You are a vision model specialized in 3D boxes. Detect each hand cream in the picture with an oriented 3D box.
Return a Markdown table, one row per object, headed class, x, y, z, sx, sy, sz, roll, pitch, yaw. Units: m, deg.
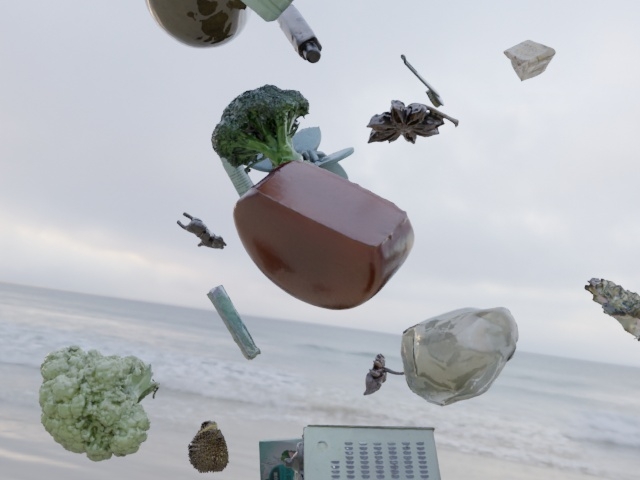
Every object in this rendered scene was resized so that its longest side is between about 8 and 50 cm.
| class | x | y | z | sx | sy | sz | roll | pitch | yaw |
| --- | --- | --- | --- | --- | --- | --- | --- | --- | --- |
| hand cream | -0.228 | -0.147 | 2.057 | 0.085 | 0.331 | 0.058 | -28 | 11 | 4 |

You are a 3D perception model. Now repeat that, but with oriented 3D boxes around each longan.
| class | x | y | z | sx | sy | sz | roll | pitch | yaw |
| --- | --- | --- | --- | --- | --- | --- | --- | --- | --- |
| longan | -0.319 | -0.706 | 1.771 | 0.361 | 0.360 | 0.361 | 8 | -7 | 1 |

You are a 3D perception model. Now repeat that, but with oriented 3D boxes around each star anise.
| class | x | y | z | sx | sy | sz | roll | pitch | yaw |
| --- | --- | --- | --- | --- | --- | --- | --- | --- | --- |
| star anise | 0.246 | -0.325 | 1.788 | 0.263 | 0.081 | 0.230 | -10 | -25 | 22 |
| star anise | 0.267 | 0.420 | 2.083 | 0.228 | 0.218 | 0.148 | 9 | -24 | 22 |

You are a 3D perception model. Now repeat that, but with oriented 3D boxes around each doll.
| class | x | y | z | sx | sy | sz | roll | pitch | yaw |
| --- | --- | --- | --- | --- | --- | --- | --- | --- | --- |
| doll | -0.369 | -0.019 | 2.078 | 0.165 | 0.057 | 0.139 | 13 | -32 | 45 |

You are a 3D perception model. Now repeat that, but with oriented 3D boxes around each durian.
| class | x | y | z | sx | sy | sz | roll | pitch | yaw |
| --- | --- | --- | --- | --- | --- | --- | --- | --- | --- |
| durian | -0.256 | 0.463 | 1.423 | 0.071 | 0.110 | 0.140 | -11 | -38 | -32 |

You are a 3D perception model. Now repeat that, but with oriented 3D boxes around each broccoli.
| class | x | y | z | sx | sy | sz | roll | pitch | yaw |
| --- | --- | --- | --- | --- | --- | --- | --- | --- | --- |
| broccoli | -0.153 | -0.279 | 1.779 | 0.298 | 0.297 | 0.297 | -26 | -16 | -8 |

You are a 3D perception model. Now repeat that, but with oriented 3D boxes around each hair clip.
| class | x | y | z | sx | sy | sz | roll | pitch | yaw |
| --- | --- | --- | --- | --- | --- | --- | --- | --- | --- |
| hair clip | -0.060 | -0.202 | 2.196 | 0.318 | 0.238 | 0.392 | -29 | 38 | -21 |

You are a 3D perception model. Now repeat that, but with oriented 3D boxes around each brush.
| class | x | y | z | sx | sy | sz | roll | pitch | yaw |
| --- | --- | --- | --- | --- | --- | --- | --- | --- | --- |
| brush | 0.242 | -0.384 | 1.569 | 0.027 | 0.062 | 0.266 | -33 | -25 | 20 |

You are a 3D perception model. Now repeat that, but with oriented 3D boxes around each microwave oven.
| class | x | y | z | sx | sy | sz | roll | pitch | yaw |
| --- | --- | --- | --- | --- | --- | --- | --- | --- | --- |
| microwave oven | 0.054 | 0.533 | 1.082 | 0.247 | 0.332 | 0.394 | 1 | -43 | -5 |

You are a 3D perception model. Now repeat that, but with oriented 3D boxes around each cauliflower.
| class | x | y | z | sx | sy | sz | roll | pitch | yaw |
| --- | --- | --- | --- | --- | --- | --- | --- | --- | --- |
| cauliflower | -0.506 | 0.350 | 1.511 | 0.327 | 0.281 | 0.260 | 33 | -38 | 11 |

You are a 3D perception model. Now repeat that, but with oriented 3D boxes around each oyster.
| class | x | y | z | sx | sy | sz | roll | pitch | yaw |
| --- | --- | --- | --- | --- | --- | --- | --- | --- | --- |
| oyster | 0.822 | 0.183 | 1.774 | 0.198 | 0.092 | 0.259 | 47 | 8 | 1 |

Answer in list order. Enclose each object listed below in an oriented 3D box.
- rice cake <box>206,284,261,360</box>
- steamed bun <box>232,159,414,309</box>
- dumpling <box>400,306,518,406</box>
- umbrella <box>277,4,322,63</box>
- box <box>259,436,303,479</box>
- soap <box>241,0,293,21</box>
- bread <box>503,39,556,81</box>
| class | x | y | z | sx | sy | sz | roll | pitch | yaw |
| --- | --- | --- | --- | --- | --- | --- | --- | --- | --- |
| rice cake | -0.222 | 0.210 | 1.661 | 0.043 | 0.210 | 0.034 | -27 | -9 | -33 |
| steamed bun | 0.000 | 0.000 | 1.448 | 0.380 | 0.248 | 0.235 | 26 | 40 | 17 |
| dumpling | 0.380 | 0.321 | 1.803 | 0.341 | 0.259 | 0.181 | -9 | -28 | 14 |
| umbrella | -0.059 | -0.576 | 1.809 | 0.067 | 0.073 | 0.337 | 44 | 14 | -39 |
| box | -0.072 | 0.639 | 1.691 | 0.153 | 0.244 | 0.092 | -8 | -17 | 9 |
| soap | -0.176 | -0.682 | 1.467 | 0.347 | 0.115 | 0.208 | 36 | -42 | -22 |
| bread | 0.534 | -0.482 | 1.661 | 0.077 | 0.105 | 0.152 | -25 | -7 | 4 |
